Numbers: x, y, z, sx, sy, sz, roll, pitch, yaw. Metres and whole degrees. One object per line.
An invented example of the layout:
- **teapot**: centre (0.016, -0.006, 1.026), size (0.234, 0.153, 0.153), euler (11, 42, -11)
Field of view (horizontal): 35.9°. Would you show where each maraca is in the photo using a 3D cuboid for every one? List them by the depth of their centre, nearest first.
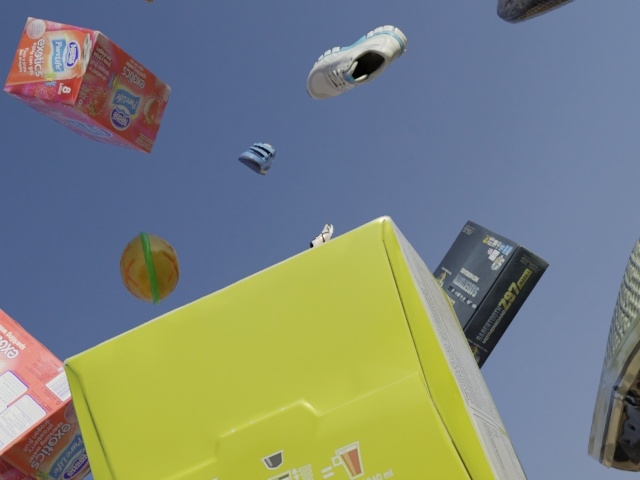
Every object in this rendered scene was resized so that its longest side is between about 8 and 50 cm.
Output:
- **maraca**: centre (-0.292, 0.047, 1.691), size (0.099, 0.186, 0.127), euler (-8, -86, -12)

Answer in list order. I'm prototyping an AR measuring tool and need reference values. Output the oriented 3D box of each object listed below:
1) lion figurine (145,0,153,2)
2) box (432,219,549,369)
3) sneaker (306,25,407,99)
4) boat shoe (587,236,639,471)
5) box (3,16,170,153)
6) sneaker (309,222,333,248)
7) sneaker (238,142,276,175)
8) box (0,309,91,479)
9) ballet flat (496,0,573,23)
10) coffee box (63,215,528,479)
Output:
- **lion figurine**: centre (-0.242, -0.467, 1.376), size (0.142, 0.392, 0.240), euler (18, -75, -15)
- **box**: centre (0.222, 0.075, 1.448), size (0.183, 0.059, 0.232), euler (-58, 13, 4)
- **sneaker**: centre (0.044, -0.268, 1.553), size (0.191, 0.071, 0.083), euler (-27, 23, 37)
- **boat shoe**: centre (0.429, 0.146, 1.212), size (0.500, 0.156, 0.187), euler (78, -151, -52)
- **box**: centre (-0.354, -0.234, 1.534), size (0.257, 0.128, 0.122), euler (35, -110, -71)
- **sneaker**: centre (0.000, 0.000, 2.489), size (0.040, 0.044, 0.109), euler (127, 166, -62)
- **sneaker**: centre (-0.120, -0.163, 1.915), size (0.059, 0.053, 0.144), euler (-55, -1, 5)
- **box**: centre (-0.437, 0.221, 1.366), size (0.154, 0.300, 0.142), euler (-39, -43, -27)
- **ballet flat**: centre (0.244, -0.263, 0.982), size (0.058, 0.250, 0.084), euler (14, -93, -14)
- **coffee box**: centre (0.011, 0.230, 0.965), size (0.337, 0.338, 0.334), euler (-25, -22, 9)
